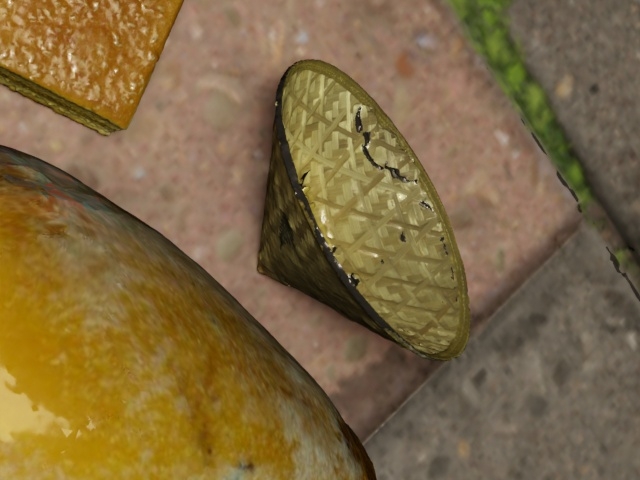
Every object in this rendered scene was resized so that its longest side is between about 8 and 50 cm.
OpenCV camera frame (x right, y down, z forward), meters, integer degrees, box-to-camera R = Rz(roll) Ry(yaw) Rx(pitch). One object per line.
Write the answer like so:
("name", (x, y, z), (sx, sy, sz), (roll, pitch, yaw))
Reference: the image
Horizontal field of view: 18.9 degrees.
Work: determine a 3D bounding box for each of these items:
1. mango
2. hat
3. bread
("mango", (-0.083, 0.068, 0.714), (0.146, 0.193, 0.316), (-51, 137, 4))
("hat", (0.000, 0.000, 0.838), (0.146, 0.067, 0.146), (46, 27, -33))
("bread", (-0.103, -0.102, 0.789), (0.090, 0.035, 0.094), (27, 77, -26))
